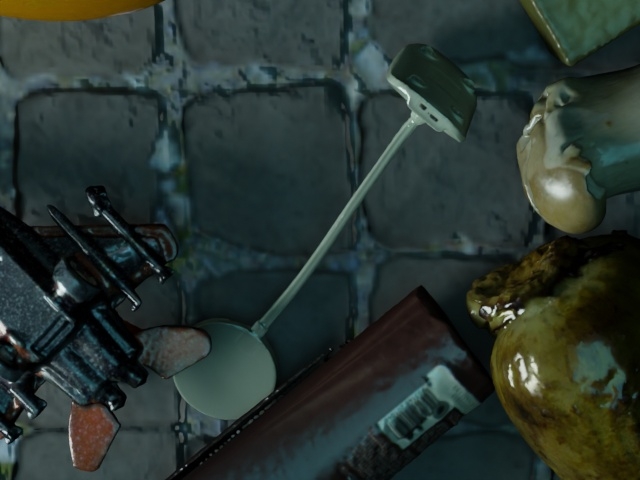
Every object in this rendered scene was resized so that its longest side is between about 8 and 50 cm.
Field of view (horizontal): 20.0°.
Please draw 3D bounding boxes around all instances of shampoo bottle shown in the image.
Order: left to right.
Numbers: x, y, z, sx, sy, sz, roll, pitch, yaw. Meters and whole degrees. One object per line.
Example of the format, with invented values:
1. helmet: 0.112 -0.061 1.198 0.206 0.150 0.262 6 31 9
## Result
1. shampoo bottle: -0.026 0.118 0.834 0.236 0.067 0.068 -38 101 5

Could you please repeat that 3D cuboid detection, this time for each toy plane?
1. toy plane: -0.144 0.012 0.815 0.189 0.061 0.130 43 99 -8

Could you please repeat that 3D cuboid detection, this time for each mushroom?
1. mushroom: 0.188 -0.077 0.778 0.225 0.116 0.093 -19 98 17

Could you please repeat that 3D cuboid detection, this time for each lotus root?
1. lotus root: 0.145 0.081 0.815 0.094 0.108 0.190 -16 116 46

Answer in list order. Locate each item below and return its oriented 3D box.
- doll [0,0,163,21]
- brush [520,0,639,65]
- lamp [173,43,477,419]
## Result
1. doll: -0.107 -0.207 0.723 0.213 0.213 0.236 16 59 -3
2. brush: 0.180 -0.179 0.785 0.233 0.047 0.103 -30 100 5
3. lamp: 0.000 0.000 0.834 0.050 0.056 0.198 35 110 -9
